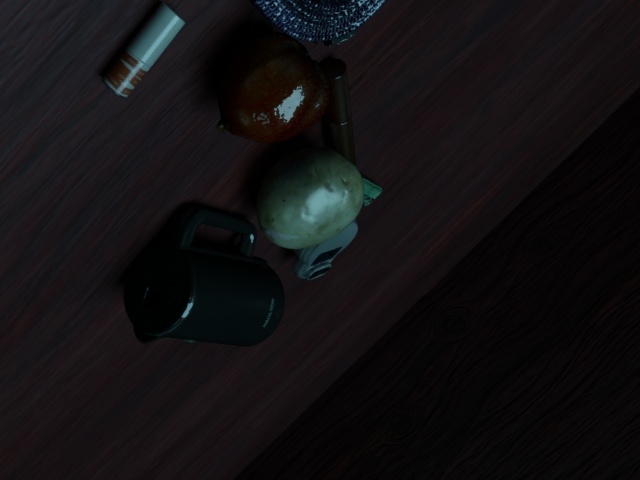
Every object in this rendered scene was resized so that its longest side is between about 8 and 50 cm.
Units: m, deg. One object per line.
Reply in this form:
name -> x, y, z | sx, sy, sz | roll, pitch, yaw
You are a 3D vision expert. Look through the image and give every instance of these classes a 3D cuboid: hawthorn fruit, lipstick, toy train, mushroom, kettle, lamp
hawthorn fruit -> -0.084, -0.228, 0.814 | 0.188, 0.169, 0.169 | -36, 159, 20
lipstick -> -0.235, -0.251, 0.689 | 0.130, 0.038, 0.038 | -47, 155, 8
toy train -> 0.113, -0.136, 1.403 | 0.071, 0.038, 0.148 | -52, 154, 13
mushroom -> -0.026, -0.087, 1.097 | 0.255, 0.184, 0.254 | -36, 158, -17
kettle -> -0.217, 0.096, 1.092 | 0.262, 0.203, 0.308 | -46, 153, 10
lipstick -> 0.042, -0.238, 1.109 | 0.057, 0.057, 0.356 | -38, 155, -11
lamp -> -0.002, -0.001, 1.362 | 0.180, 0.108, 0.246 | -13, 144, -41

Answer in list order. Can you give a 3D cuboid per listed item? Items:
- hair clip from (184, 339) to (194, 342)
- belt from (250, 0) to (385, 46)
hair clip -> -0.340, 0.217, 1.289 | 0.066, 0.036, 0.229 | -37, 161, -4
belt -> -0.004, -0.414, 0.686 | 0.260, 0.122, 0.325 | -40, 154, 10
